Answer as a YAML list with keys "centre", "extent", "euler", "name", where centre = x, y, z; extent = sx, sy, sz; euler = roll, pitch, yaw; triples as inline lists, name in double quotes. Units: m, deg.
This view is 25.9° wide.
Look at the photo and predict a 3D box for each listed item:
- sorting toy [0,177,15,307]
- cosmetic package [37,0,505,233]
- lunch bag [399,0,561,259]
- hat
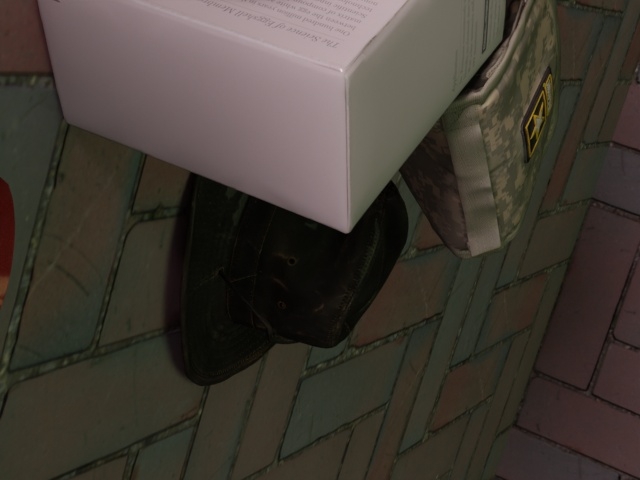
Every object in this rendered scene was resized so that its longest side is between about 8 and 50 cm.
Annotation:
- centre: [-0.292, 0.115, 0.752]
  extent: [0.126, 0.127, 0.365]
  euler: [19, 96, -39]
  name: "sorting toy"
- centre: [-0.024, -0.153, 0.909]
  extent: [0.224, 0.224, 0.138]
  euler: [-50, 152, -37]
  name: "cosmetic package"
- centre: [0.106, -0.153, 1.128]
  extent: [0.235, 0.169, 0.287]
  euler: [71, 6, -59]
  name: "lunch bag"
- centre: [0.000, 0.000, 1.241]
  extent: [0.331, 0.134, 0.331]
  euler: [-49, 152, -38]
  name: "hat"
